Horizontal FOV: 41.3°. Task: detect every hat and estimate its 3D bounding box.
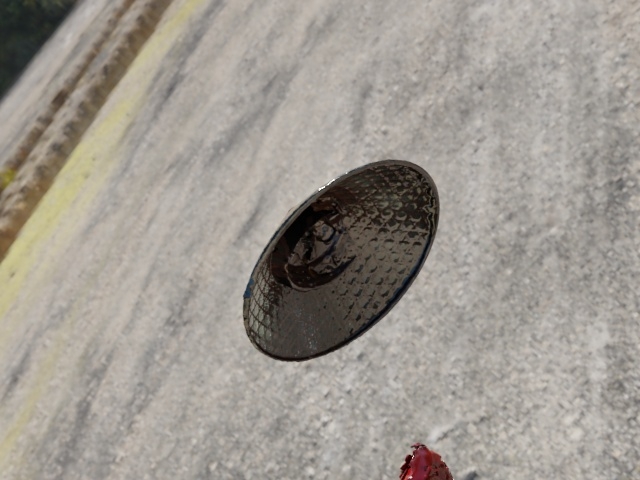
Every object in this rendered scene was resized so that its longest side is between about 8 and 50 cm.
[{"bbox_3d":[0.000,0.000,0.682,0.193,0.193,0.082,-49,53,3],"label":"hat"}]

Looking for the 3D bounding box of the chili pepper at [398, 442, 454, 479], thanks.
[{"bbox_3d":[0.133,0.396,0.844,0.110,0.388,0.110,-14,-6,-2],"label":"chili pepper"}]
